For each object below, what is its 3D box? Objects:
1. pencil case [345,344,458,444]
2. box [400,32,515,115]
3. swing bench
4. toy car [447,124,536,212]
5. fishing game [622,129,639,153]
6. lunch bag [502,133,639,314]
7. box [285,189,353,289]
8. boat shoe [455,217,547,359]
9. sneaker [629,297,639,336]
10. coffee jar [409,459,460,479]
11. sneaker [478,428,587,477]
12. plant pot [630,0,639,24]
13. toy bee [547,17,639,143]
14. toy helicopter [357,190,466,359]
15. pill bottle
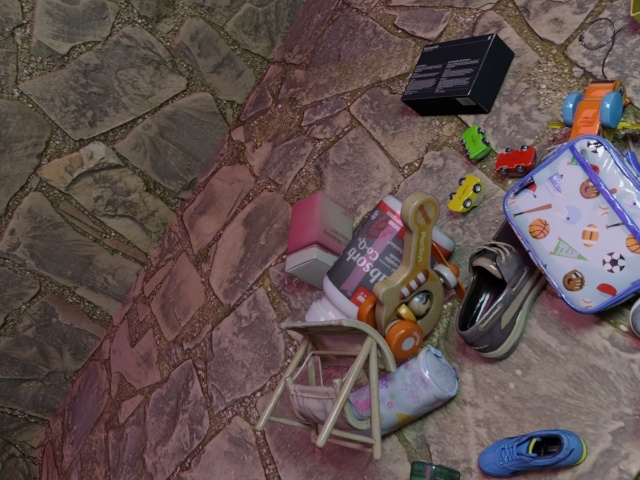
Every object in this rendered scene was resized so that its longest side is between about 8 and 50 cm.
[{"bbox_3d":[0.163,0.338,1.325,0.273,0.113,0.124,-40,51,28],"label":"pencil case"},{"bbox_3d":[0.367,-0.444,1.652,0.261,0.103,0.184,15,81,55],"label":"box"},{"bbox_3d":[0.016,0.301,1.280,0.253,0.165,0.255,-13,59,56],"label":"swing bench"},{"bbox_3d":[0.399,-0.192,1.470,0.239,0.053,0.225,-36,41,29],"label":"toy car"},{"bbox_3d":[0.700,-0.207,1.115,0.264,0.041,0.189,-38,39,41],"label":"fishing game"},{"bbox_3d":[0.493,-0.037,1.102,0.243,0.115,0.303,-40,64,29],"label":"lunch bag"},{"bbox_3d":[0.000,0.000,1.750,0.127,0.148,0.232,-26,48,38],"label":"box"},{"bbox_3d":[0.379,0.062,1.240,0.132,0.130,0.355,4,69,53],"label":"boat shoe"},{"bbox_3d":[0.593,0.106,0.885,0.295,0.178,0.124,-27,83,38],"label":"sneaker"},{"bbox_3d":[0.206,0.521,1.153,0.079,0.096,0.184,-15,53,49],"label":"coffee jar"},{"bbox_3d":[0.359,0.374,1.082,0.209,0.082,0.069,-28,47,39],"label":"sneaker"},{"bbox_3d":[0.708,-0.490,1.269,0.081,0.083,0.081,-12,56,48],"label":"plant pot"},{"bbox_3d":[0.578,-0.260,1.223,0.195,0.162,0.298,41,113,41],"label":"toy bee"},{"bbox_3d":[0.214,0.062,1.275,0.140,0.235,0.355,41,138,51],"label":"toy helicopter"},{"bbox_3d":[0.136,0.089,1.459,0.363,0.210,0.210,-54,35,9],"label":"pill bottle"}]
